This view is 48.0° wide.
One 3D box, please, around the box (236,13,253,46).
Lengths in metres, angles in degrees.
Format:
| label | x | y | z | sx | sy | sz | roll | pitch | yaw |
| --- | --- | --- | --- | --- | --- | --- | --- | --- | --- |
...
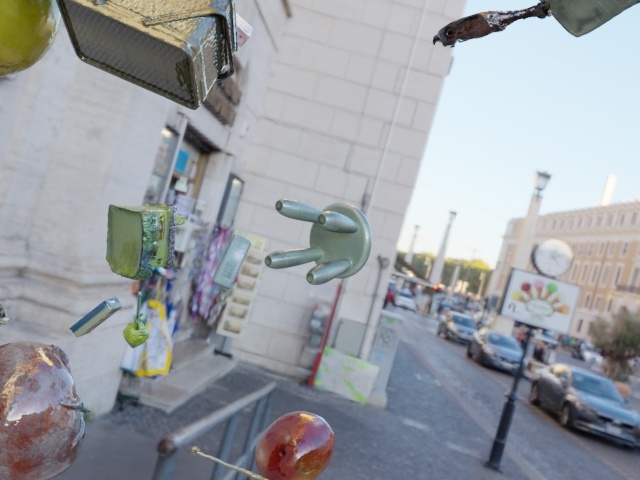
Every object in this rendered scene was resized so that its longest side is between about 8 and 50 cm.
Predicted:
| label | x | y | z | sx | sy | sz | roll | pitch | yaw |
| --- | --- | --- | --- | --- | --- | --- | --- | --- | --- |
| box | -0.250 | -0.604 | 1.995 | 0.125 | 0.043 | 0.089 | 40 | 25 | -18 |

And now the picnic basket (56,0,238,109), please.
| label | x | y | z | sx | sy | sz | roll | pitch | yaw |
| --- | --- | --- | --- | --- | --- | --- | --- | --- | --- |
| picnic basket | -0.271 | -0.346 | 1.163 | 0.266 | 0.139 | 0.165 | 25 | -24 | 7 |

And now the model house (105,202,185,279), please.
| label | x | y | z | sx | sy | sz | roll | pitch | yaw |
| --- | --- | --- | --- | --- | --- | --- | --- | --- | --- |
| model house | -0.460 | 0.000 | 1.990 | 0.170 | 0.194 | 0.211 | 10 | 10 | 37 |

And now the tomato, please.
| label | x | y | z | sx | sy | sz | roll | pitch | yaw |
| --- | --- | --- | --- | --- | --- | --- | --- | --- | --- |
| tomato | -0.651 | 0.379 | 1.570 | 0.282 | 0.317 | 0.316 | -12 | 11 | -25 |

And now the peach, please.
| label | x | y | z | sx | sy | sz | roll | pitch | yaw |
| --- | --- | --- | --- | --- | --- | --- | --- | --- | --- |
| peach | -0.071 | 0.597 | 2.051 | 0.199 | 0.243 | 0.243 | 50 | 4 | 8 |

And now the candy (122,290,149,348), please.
| label | x | y | z | sx | sy | sz | roll | pitch | yaw |
| --- | --- | --- | --- | --- | --- | --- | --- | --- | --- |
| candy | -0.567 | 0.241 | 2.228 | 0.077 | 0.262 | 0.073 | -11 | 53 | -26 |

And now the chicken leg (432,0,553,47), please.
| label | x | y | z | sx | sy | sz | roll | pitch | yaw |
| --- | --- | --- | --- | --- | --- | --- | --- | --- | --- |
| chicken leg | 0.350 | -0.448 | 1.491 | 0.253 | 0.051 | 0.106 | -7 | 8 | 31 |

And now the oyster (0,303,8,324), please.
| label | x | y | z | sx | sy | sz | roll | pitch | yaw |
| --- | --- | --- | --- | --- | --- | --- | --- | --- | --- |
| oyster | -0.943 | 0.143 | 1.887 | 0.083 | 0.214 | 0.223 | -2 | 11 | 41 |

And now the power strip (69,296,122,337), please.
| label | x | y | z | sx | sy | sz | roll | pitch | yaw |
| --- | --- | --- | --- | --- | --- | --- | --- | --- | --- |
| power strip | -0.527 | 0.180 | 1.693 | 0.032 | 0.123 | 0.056 | 54 | 13 | 3 |

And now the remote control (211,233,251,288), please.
| label | x | y | z | sx | sy | sz | roll | pitch | yaw |
| --- | --- | --- | --- | --- | --- | --- | --- | --- | --- |
| remote control | -0.203 | 0.049 | 1.641 | 0.053 | 0.124 | 0.018 | 26 | -4 | -28 |

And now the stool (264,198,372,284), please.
| label | x | y | z | sx | sy | sz | roll | pitch | yaw |
| --- | --- | --- | --- | --- | --- | --- | --- | --- | --- |
| stool | 0.000 | 0.000 | 1.776 | 0.195 | 0.195 | 0.198 | 19 | 11 | 35 |

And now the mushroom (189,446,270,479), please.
| label | x | y | z | sx | sy | sz | roll | pitch | yaw |
| --- | --- | --- | --- | --- | --- | --- | --- | --- | --- |
| mushroom | -0.215 | 0.600 | 1.880 | 0.286 | 0.026 | 0.028 | 29 | 21 | -16 |

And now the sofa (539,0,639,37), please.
| label | x | y | z | sx | sy | sz | roll | pitch | yaw |
| --- | --- | --- | --- | --- | --- | --- | --- | --- | --- |
| sofa | 0.564 | -0.572 | 1.503 | 0.210 | 0.225 | 0.176 | 46 | -40 | -10 |

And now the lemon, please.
| label | x | y | z | sx | sy | sz | roll | pitch | yaw |
| --- | --- | --- | --- | --- | --- | --- | --- | --- | --- |
| lemon | -0.553 | -0.402 | 1.215 | 0.219 | 0.240 | 0.240 | -8 | -15 | 34 |
